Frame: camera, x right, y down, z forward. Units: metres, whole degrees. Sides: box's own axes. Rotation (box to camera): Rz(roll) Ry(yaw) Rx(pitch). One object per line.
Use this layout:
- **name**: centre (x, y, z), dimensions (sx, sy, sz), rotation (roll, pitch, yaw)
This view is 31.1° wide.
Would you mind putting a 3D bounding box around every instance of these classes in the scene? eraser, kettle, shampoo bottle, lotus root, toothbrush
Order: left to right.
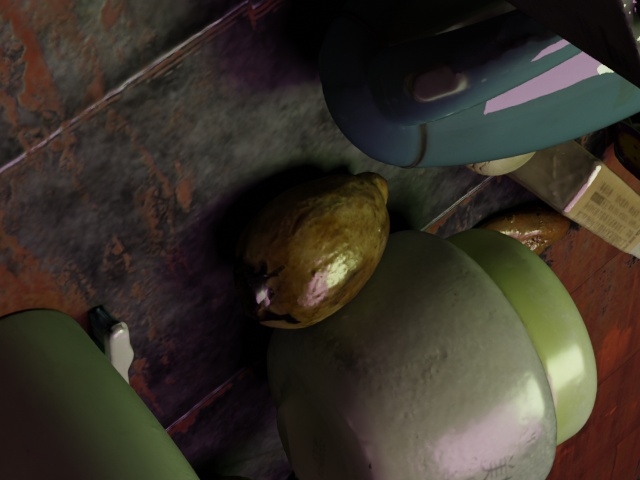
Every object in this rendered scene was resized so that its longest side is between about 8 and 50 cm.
- **kettle**: centre (-0.196, 0.208, 1.002), dimensions (0.165, 0.255, 0.240), rotation (-46, 151, -5)
- **toothbrush**: centre (-0.207, 0.210, 1.204), dimensions (0.042, 0.040, 0.418), rotation (-34, 149, -29)
- **lotus root**: centre (0.000, 0.000, 1.135), dimensions (0.214, 0.138, 0.138), rotation (-44, 152, -27)
- **shampoo bottle**: centre (0.111, 0.153, 1.260), dimensions (0.317, 0.322, 0.322), rotation (-22, 144, -19)
- **kettle**: centre (0.167, -0.184, 0.959), dimensions (0.342, 0.247, 0.319), rotation (-28, -171, -16)
- **eraser**: centre (0.329, -0.066, 1.451), dimensions (0.078, 0.144, 0.343), rotation (-54, 151, 10)

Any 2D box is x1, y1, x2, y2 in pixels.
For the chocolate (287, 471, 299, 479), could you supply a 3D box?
- **chocolate**: centre (0.031, 0.382, 1.630), dimensions (0.156, 0.133, 0.156), rotation (-33, 150, -21)

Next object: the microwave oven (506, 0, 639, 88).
- **microwave oven**: centre (0.123, -0.334, 0.638), dimensions (0.236, 0.374, 0.432), rotation (-46, 146, 1)

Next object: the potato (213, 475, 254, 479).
- **potato**: centre (-0.123, 0.397, 1.437), dimensions (0.169, 0.143, 0.248), rotation (-14, 138, -36)

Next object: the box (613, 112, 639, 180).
- **box**: centre (0.432, -0.193, 1.438), dimensions (0.097, 0.134, 0.345), rotation (-37, 149, -8)

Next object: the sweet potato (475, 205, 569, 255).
- **sweet potato**: centre (0.272, -0.012, 1.531), dimensions (0.206, 0.060, 0.068), rotation (-2, 91, -38)

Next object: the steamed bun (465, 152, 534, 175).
- **steamed bun**: centre (0.195, -0.123, 1.260), dimensions (0.112, 0.091, 0.130), rotation (-51, 151, 12)
